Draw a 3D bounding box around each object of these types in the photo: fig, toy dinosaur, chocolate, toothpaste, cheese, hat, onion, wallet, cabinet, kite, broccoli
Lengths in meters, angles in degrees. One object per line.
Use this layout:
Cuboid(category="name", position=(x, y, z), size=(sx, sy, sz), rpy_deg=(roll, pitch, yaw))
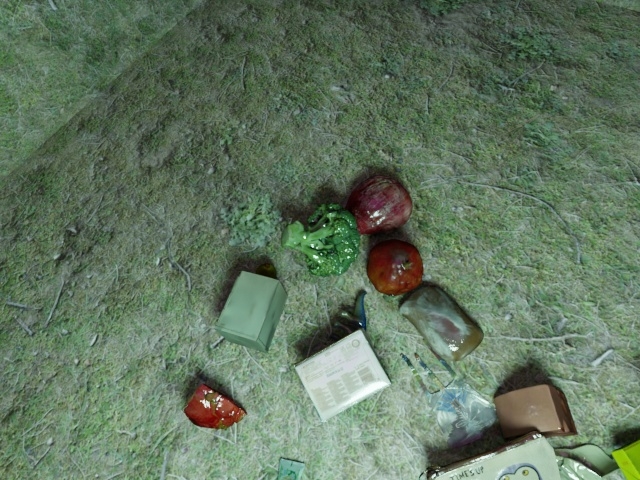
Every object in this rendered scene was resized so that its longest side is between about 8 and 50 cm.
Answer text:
Cuboid(category="fig", position=(-0.185, 0.111, 1.546), size=(0.074, 0.088, 0.073), rpy_deg=(9, 51, -11))
Cuboid(category="toy dinosaur", position=(0.141, 0.289, 1.428), size=(0.188, 0.075, 0.247), rpy_deg=(30, 64, 12))
Cuboid(category="chocolate", position=(0.374, 0.241, 1.388), size=(0.157, 0.080, 0.254), rpy_deg=(-34, 62, -16))
Cuboid(category="toothpaste", position=(-0.106, 0.755, 1.212), size=(0.075, 0.048, 0.296), rpy_deg=(5, 60, 12))
Cuboid(category="cheese", position=(0.590, 0.458, 1.189), size=(0.203, 0.177, 0.128), rpy_deg=(-5, 61, 5))
Cuboid(category="hat", position=(0.687, 0.590, 1.176), size=(0.166, 0.081, 0.122), rpy_deg=(-12, 20, -15))
Cuboid(category="onion", position=(0.186, -0.119, 1.597), size=(0.227, 0.120, 0.283), rpy_deg=(37, 73, 29))
Cuboid(category="wallet", position=(0.444, 0.635, 1.116), size=(0.336, 0.068, 0.274), rpy_deg=(-23, 91, 4))
Cuboid(category="cabinet", position=(-0.218, 0.228, 1.453), size=(0.150, 0.145, 0.205), rpy_deg=(12, 64, 15))
Cuboid(category="kite", position=(0.377, 0.437, 1.330), size=(0.170, 0.015, 0.309), rpy_deg=(-26, 62, -8))
Cuboid(category="broccoli", position=(0.000, 0.000, 1.497), size=(0.270, 0.270, 0.269), rpy_deg=(6, 57, -26))

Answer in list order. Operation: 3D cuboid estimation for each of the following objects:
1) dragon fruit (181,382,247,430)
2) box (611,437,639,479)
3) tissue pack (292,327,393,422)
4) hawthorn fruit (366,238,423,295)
Cuboid(category="dragon fruit", position=(-0.316, 0.511, 1.333), size=(0.161, 0.120, 0.127), rpy_deg=(26, 74, 15))
Cuboid(category="box", position=(0.869, 0.648, 1.078), size=(0.187, 0.047, 0.334), rpy_deg=(-6, 57, -27))
Cuboid(category="tissue pack", position=(0.067, 0.387, 1.311), size=(0.225, 0.124, 0.184), rpy_deg=(-29, 73, 2))
Cuboid(category="hawthorn fruit", position=(0.241, 0.088, 1.424), size=(0.190, 0.251, 0.189), rpy_deg=(0, 88, -2))
